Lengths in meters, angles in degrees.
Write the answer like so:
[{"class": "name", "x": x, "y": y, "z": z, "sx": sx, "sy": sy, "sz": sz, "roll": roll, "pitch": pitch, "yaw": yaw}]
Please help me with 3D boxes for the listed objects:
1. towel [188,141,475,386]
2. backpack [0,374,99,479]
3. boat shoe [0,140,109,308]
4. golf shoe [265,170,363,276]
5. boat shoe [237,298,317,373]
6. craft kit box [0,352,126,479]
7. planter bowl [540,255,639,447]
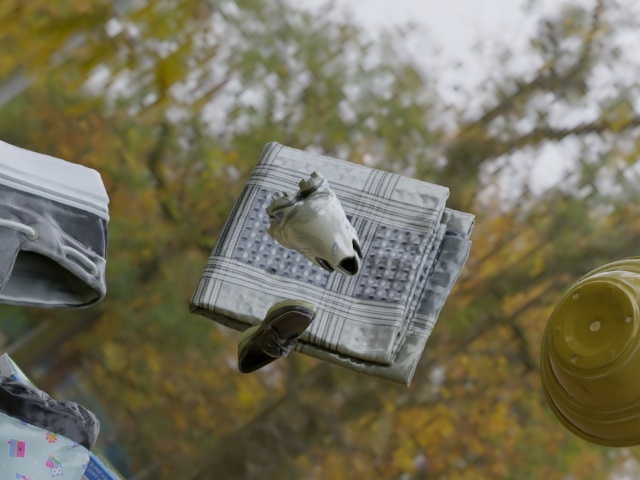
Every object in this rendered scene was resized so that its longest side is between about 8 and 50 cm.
[{"class": "towel", "x": 0.024, "y": 0.021, "z": 2.549, "sx": 0.324, "sy": 0.312, "sz": 0.056, "roll": 18, "pitch": -37, "yaw": 8}, {"class": "backpack", "x": -0.259, "y": 0.200, "z": 1.488, "sx": 0.152, "sy": 0.182, "sz": 0.115, "roll": 25, "pitch": -17, "yaw": -24}, {"class": "boat shoe", "x": -0.259, "y": -0.005, "z": 1.393, "sx": 0.335, "sy": 0.121, "sz": 0.119, "roll": 5, "pitch": 66, "yaw": -55}, {"class": "golf shoe", "x": 0.000, "y": 0.000, "z": 1.618, "sx": 0.086, "sy": 0.069, "sz": 0.176, "roll": 55, "pitch": 2, "yaw": 7}, {"class": "boat shoe", "x": -0.052, "y": 0.117, "z": 2.264, "sx": 0.056, "sy": 0.049, "sz": 0.152, "roll": 20, "pitch": -34, "yaw": -20}, {"class": "craft kit box", "x": -0.297, "y": 0.267, "z": 1.718, "sx": 0.250, "sy": 0.247, "sz": 0.061, "roll": 52, "pitch": -4, "yaw": -28}, {"class": "planter bowl", "x": 0.309, "y": 0.103, "z": 2.021, "sx": 0.090, "sy": 0.217, "sz": 0.217, "roll": 32, "pitch": 11, "yaw": -49}]
